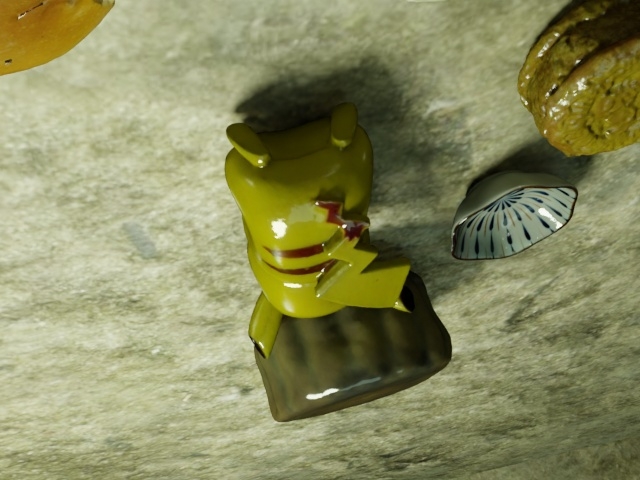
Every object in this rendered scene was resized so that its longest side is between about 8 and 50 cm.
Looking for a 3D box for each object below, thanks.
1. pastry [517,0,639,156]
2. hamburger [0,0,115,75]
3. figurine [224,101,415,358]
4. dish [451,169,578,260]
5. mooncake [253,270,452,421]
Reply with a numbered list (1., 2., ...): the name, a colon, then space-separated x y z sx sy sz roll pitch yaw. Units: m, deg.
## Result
1. pastry: 0.315 -0.180 0.805 0.188 0.103 0.189 -13 147 -8
2. hamburger: -0.250 -0.221 0.426 0.314 0.170 0.290 5 148 -33
3. figurine: -0.001 -0.005 0.865 0.218 0.169 0.327 -10 147 -2
4. dish: 0.254 -0.046 1.018 0.190 0.066 0.191 -13 151 -7
5. mooncake: 0.043 0.155 1.090 0.290 0.161 0.290 -18 163 -6
